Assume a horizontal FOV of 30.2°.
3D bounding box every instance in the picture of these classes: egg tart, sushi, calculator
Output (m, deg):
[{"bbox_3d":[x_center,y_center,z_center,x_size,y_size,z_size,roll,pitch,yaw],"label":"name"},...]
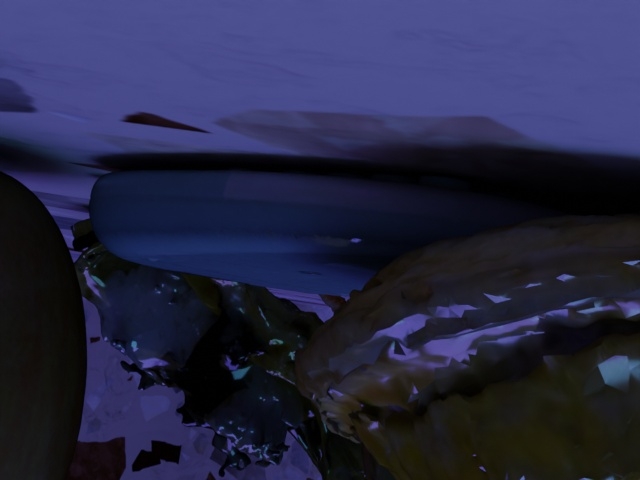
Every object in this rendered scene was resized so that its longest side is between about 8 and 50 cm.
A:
[{"bbox_3d":[0.126,0.077,0.454,0.291,0.107,0.291,0,159,0],"label":"egg tart"},{"bbox_3d":[-0.066,0.084,0.855,0.291,0.131,0.139,46,172,0],"label":"sushi"},{"bbox_3d":[0.000,0.000,0.546,0.184,0.042,0.295,12,173,-42],"label":"calculator"}]

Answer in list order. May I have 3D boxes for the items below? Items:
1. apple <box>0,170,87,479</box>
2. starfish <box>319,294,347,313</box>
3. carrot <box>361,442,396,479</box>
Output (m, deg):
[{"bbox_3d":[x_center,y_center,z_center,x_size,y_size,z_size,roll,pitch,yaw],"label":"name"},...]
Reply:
[{"bbox_3d":[-0.239,0.061,0.572,0.257,0.234,0.257,10,178,0],"label":"apple"},{"bbox_3d":[0.084,0.108,1.027,0.301,0.084,0.293,50,-178,12],"label":"starfish"},{"bbox_3d":[0.180,0.129,0.783,0.224,0.224,0.341,6,-177,34],"label":"carrot"}]
